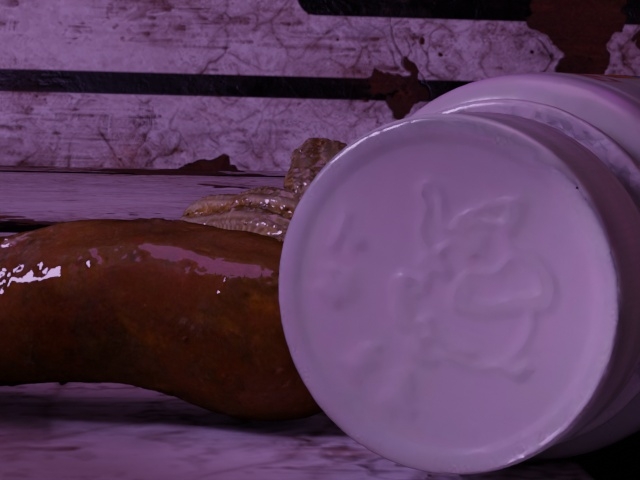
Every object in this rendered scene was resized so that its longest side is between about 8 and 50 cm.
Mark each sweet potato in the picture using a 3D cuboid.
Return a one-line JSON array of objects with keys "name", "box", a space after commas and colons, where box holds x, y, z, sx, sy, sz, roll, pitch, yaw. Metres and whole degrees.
[{"name": "sweet potato", "box": [-0.117, 0.034, 0.684, 0.292, 0.097, 0.097, 3, 7, 12]}]

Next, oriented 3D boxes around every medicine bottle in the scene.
[{"name": "medicine bottle", "box": [0.108, 0.007, 0.648, 0.170, 0.170, 0.293, 5, 6, 27]}]

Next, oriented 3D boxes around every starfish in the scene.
[{"name": "starfish", "box": [0.000, 0.000, 0.900, 0.236, 0.062, 0.277, -23, 39, -5]}]
